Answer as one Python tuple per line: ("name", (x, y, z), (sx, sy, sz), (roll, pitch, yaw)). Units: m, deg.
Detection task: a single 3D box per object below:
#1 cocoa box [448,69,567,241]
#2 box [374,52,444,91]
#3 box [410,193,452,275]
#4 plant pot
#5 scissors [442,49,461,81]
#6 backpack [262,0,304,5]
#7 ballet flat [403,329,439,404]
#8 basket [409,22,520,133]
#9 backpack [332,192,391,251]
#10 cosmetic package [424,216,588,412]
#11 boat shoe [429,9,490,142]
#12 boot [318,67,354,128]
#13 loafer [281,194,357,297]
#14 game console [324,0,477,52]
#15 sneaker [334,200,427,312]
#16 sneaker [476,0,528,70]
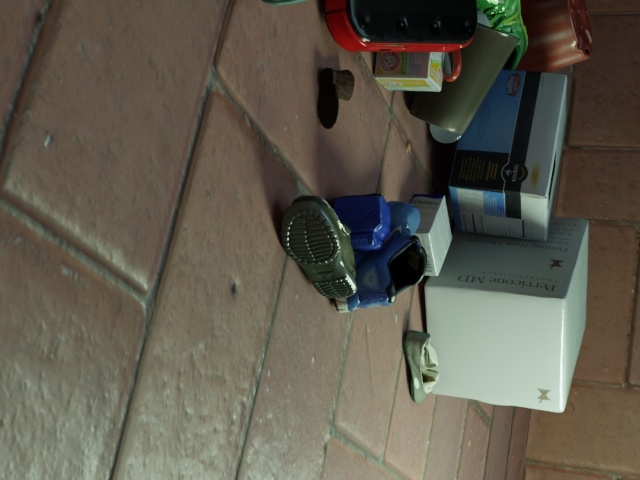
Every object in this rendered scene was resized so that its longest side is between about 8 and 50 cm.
("cocoa box", (0.453, -0.207, 2.276), (0.231, 0.228, 0.347), (66, 35, -60))
("box", (0.181, -0.402, 1.863), (0.103, 0.114, 0.203), (15, 80, -68))
("box", (0.234, -0.014, 2.095), (0.137, 0.072, 0.126), (-62, 146, -44))
("plant pot", (0.539, -0.533, 2.430), (0.272, 0.265, 0.272), (26, 59, -55))
("scissors", (0.239, -0.444, 1.945), (0.021, 0.109, 0.297), (9, 65, -27))
("backpack", (-0.032, -0.410, 1.291), (0.144, 0.166, 0.188), (47, 53, -48))
("ballet flat", (0.234, 0.294, 2.143), (0.072, 0.068, 0.213), (-59, 145, -48))
("basket", (0.288, -0.354, 2.012), (0.154, 0.204, 0.226), (-7, 120, -58))
("backpack", (0.073, -0.029, 1.686), (0.120, 0.098, 0.101), (24, 69, -75))
("cosmetic package", (0.468, 0.161, 2.336), (0.393, 0.330, 0.327), (-54, 143, -54))
("boat shoe", (0.316, -0.377, 2.157), (0.105, 0.113, 0.306), (-74, 170, -65))
("boot", (0.031, -0.245, 1.639), (0.114, 0.037, 0.106), (-16, 110, -71))
("loafer", (0.000, 0.000, 1.542), (0.251, 0.094, 0.087), (69, 21, -53))
("game console", (0.145, -0.509, 1.688), (0.387, 0.060, 0.341), (-11, 98, -45))
("sneaker", (0.140, 0.033, 1.785), (0.330, 0.147, 0.129), (-56, 143, -51))
("sneaker", (0.416, -0.505, 2.210), (0.295, 0.109, 0.123), (50, 46, -45))
